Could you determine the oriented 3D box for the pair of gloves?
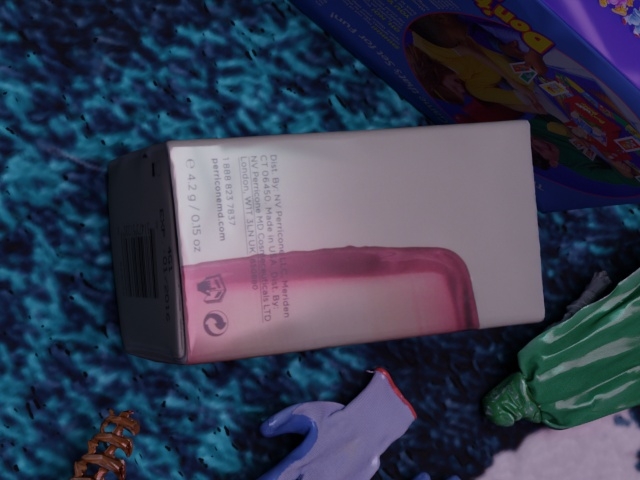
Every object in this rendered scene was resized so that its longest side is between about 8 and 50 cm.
[{"bbox_3d":[0.033,0.180,0.896,0.159,0.023,0.198,-42,107,-36],"label":"pair of gloves"}]

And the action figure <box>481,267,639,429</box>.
[{"bbox_3d":[0.216,0.069,0.969,0.232,0.063,0.137,-27,111,-11],"label":"action figure"}]

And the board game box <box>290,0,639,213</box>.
[{"bbox_3d":[0.094,-0.155,0.841,0.347,0.233,0.078,38,75,-17],"label":"board game box"}]

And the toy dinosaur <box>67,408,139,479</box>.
[{"bbox_3d":[-0.124,0.274,0.790,0.218,0.164,0.322,4,106,-7],"label":"toy dinosaur"}]

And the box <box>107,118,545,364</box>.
[{"bbox_3d":[0.000,0.000,0.843,0.232,0.148,0.127,-5,90,-22],"label":"box"}]
